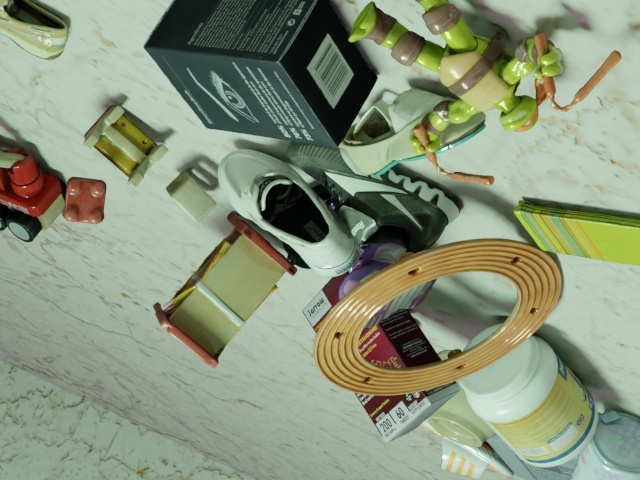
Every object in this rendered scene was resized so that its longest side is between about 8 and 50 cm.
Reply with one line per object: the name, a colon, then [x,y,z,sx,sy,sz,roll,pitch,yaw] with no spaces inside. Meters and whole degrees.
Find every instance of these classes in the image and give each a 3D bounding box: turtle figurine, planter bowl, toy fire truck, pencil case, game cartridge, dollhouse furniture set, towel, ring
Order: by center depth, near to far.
turtle figurine: [0.150,-0.178,1.271,0.217,0.087,0.269,40,144,-13]
towel: [0.346,-0.002,1.510,0.237,0.021,0.102,10,157,38]
ring: [0.150,0.098,1.686,0.337,0.032,0.336,-14,144,-10]
dollhouse furniture set: [-0.235,-0.008,1.949,0.374,0.201,0.152,42,178,-13]
pencil case: [0.435,0.381,2.016,0.124,0.113,0.273,42,144,29]
planter bowl: [0.240,0.267,2.110,0.162,0.109,0.162,24,158,11]
game cartridge: [0.434,0.380,2.198,0.294,0.060,0.196,9,154,41]
toy fire truck: [-0.572,-0.125,2.225,0.217,0.158,0.246,21,145,21]

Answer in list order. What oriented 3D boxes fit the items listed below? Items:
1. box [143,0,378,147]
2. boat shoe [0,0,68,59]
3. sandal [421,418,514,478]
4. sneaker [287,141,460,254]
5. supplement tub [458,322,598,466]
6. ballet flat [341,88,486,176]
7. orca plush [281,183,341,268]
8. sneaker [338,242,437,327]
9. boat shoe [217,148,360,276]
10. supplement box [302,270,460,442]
box: [-0.067,-0.200,1.458,0.207,0.108,0.153,13,154,36]
boat shoe: [-0.421,-0.312,1.724,0.190,0.068,0.072,23,147,-10]
sandal: [0.227,0.373,2.369,0.265,0.076,0.102,30,-174,10]
sneaker: [0.053,-0.052,1.638,0.234,0.106,0.078,27,157,5]
supplement tub: [0.300,0.224,1.890,0.144,0.144,0.199,5,148,46]
ballet flat: [0.095,-0.127,1.471,0.086,0.086,0.248,36,158,-16]
orca plush: [0.000,0.000,1.824,0.151,0.102,0.287,36,157,-16]
sneaker: [0.074,0.046,1.756,0.104,0.095,0.236,40,-159,17]
boat shoe: [-0.056,-0.052,1.708,0.267,0.096,0.088,47,176,37]
supplement box: [0.086,0.159,1.908,0.239,0.073,0.130,57,136,17]
